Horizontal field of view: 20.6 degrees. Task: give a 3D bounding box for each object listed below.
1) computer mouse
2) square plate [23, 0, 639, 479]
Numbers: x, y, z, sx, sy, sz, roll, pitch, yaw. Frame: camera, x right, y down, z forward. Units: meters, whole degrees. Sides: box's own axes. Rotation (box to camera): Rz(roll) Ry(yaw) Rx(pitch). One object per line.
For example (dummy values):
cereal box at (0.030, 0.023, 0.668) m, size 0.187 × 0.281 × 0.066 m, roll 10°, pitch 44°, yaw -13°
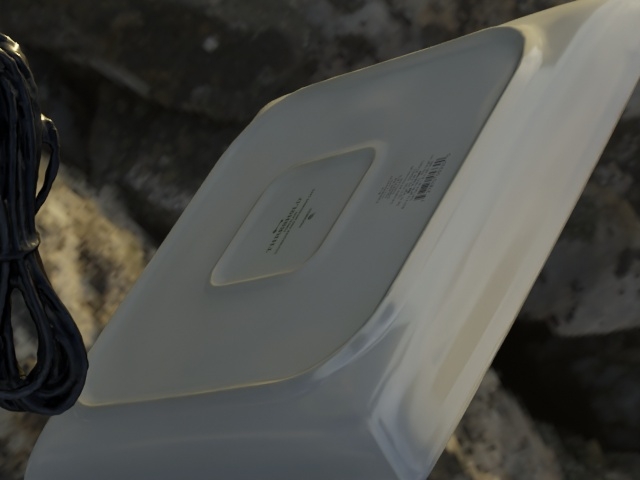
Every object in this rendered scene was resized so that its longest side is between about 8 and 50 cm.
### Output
computer mouse at (-0.251, 0.002, 0.820) m, size 0.072 × 0.272 × 0.189 m, roll -47°, pitch 133°, yaw -63°
square plate at (0.000, 0.000, 0.989) m, size 0.049 × 0.344 × 0.347 m, roll 47°, pitch 55°, yaw -23°
